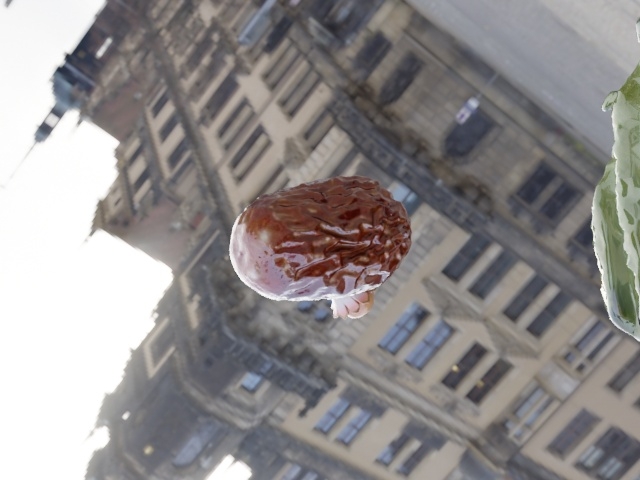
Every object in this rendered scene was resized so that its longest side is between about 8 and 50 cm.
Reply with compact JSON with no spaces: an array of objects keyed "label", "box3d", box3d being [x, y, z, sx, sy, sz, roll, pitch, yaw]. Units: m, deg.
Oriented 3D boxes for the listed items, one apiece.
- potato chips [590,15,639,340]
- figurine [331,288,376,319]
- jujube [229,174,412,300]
[{"label":"potato chips","box3d":[0.339,-0.055,0.798,0.097,0.389,0.373,5,-163,-10]},{"label":"figurine","box3d":[0.015,0.038,1.454,0.195,0.111,0.102,42,-163,-31]},{"label":"jujube","box3d":[0.000,0.000,0.894,0.176,0.109,0.112,-14,-170,-39]}]
